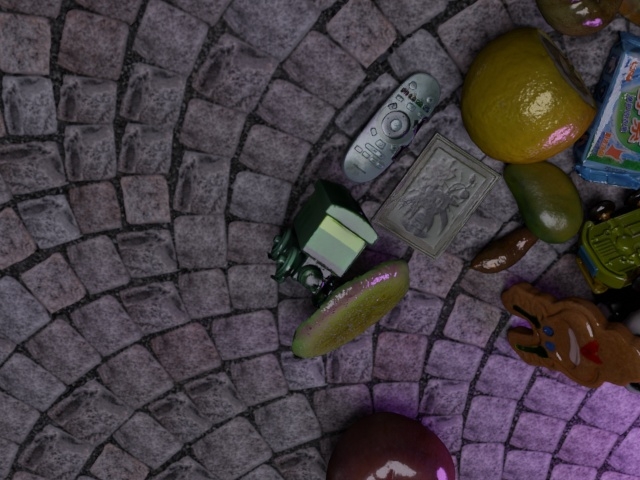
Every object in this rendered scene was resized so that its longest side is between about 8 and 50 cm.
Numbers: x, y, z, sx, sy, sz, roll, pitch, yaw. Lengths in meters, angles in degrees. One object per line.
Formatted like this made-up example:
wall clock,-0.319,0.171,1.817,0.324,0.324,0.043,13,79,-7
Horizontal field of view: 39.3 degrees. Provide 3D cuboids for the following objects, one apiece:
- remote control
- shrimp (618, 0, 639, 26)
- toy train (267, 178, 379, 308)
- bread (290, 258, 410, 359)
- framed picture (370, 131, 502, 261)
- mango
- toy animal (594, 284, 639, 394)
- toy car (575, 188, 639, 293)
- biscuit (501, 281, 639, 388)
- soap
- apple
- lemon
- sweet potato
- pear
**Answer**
remote control,0.136,-0.218,1.750,0.097,0.045,0.256,38,103,-18
shrimp,0.614,-0.481,1.658,0.161,0.049,0.166,-32,112,13
toy train,0.000,0.000,1.704,0.120,0.301,0.202,35,99,-12
bread,0.064,0.146,1.788,0.301,0.301,0.045,-43,68,14
framed picture,0.235,-0.086,1.827,0.173,0.010,0.231,30,109,-14
mango,0.452,-0.084,1.786,0.122,0.085,0.191,-25,96,5
toy animal,0.670,0.207,1.841,0.213,0.266,0.212,0,117,1
toy car,0.636,0.017,1.803,0.248,0.200,0.142,-16,152,-7
biscuit,0.507,0.202,1.819,0.047,0.334,0.202,-30,121,-33
soap,0.602,-0.245,1.741,0.156,0.077,0.293,10,113,-7
apple,0.150,0.518,1.963,0.306,0.235,0.305,-2,112,-5
lemon,0.366,-0.253,1.646,0.219,0.240,0.240,-38,110,25
sweet potato,0.402,0.012,1.853,0.226,0.068,0.068,-33,111,-4
pear,0.468,-0.449,1.610,0.167,0.136,0.167,-10,116,-22
